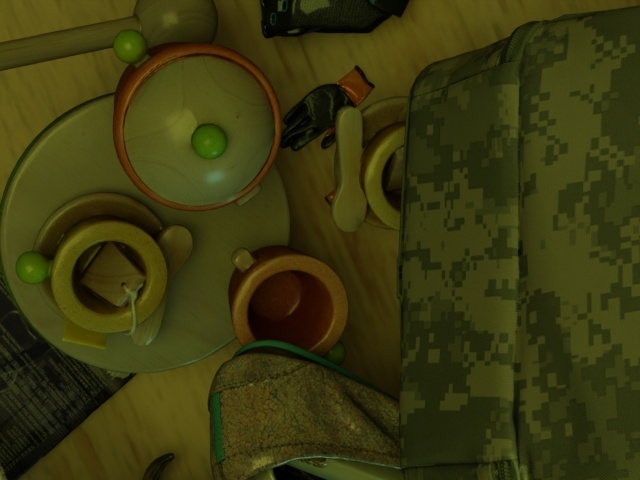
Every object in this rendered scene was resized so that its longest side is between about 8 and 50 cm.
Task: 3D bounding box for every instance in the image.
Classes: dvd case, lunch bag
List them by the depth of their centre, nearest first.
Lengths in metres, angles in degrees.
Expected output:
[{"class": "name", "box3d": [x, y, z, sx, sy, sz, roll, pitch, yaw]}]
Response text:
[{"class": "lunch bag", "box3d": [0.194, 0.026, 0.889, 0.212, 0.256, 0.305, 16, 70, -34]}, {"class": "dvd case", "box3d": [-0.259, 0.100, 1.143, 0.221, 0.018, 0.164, -41, 89, 10]}]

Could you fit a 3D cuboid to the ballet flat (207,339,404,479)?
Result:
[{"class": "ballet flat", "box3d": [0.070, 0.163, 1.005, 0.316, 0.106, 0.107, 20, 142, -16]}]

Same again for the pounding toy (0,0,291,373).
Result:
[{"class": "pounding toy", "box3d": [-0.127, -0.041, 1.059, 0.183, 0.110, 0.237, -18, 109, -10]}]

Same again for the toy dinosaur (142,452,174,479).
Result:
[{"class": "toy dinosaur", "box3d": [0.006, 0.231, 1.066, 0.296, 0.127, 0.200, -5, 88, 4]}]

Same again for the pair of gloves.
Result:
[{"class": "pair of gloves", "box3d": [0.018, -0.065, 1.086, 0.074, 0.010, 0.083, -39, 88, 11]}]

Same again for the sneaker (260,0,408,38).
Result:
[{"class": "sneaker", "box3d": [-0.042, -0.195, 1.047, 0.217, 0.079, 0.121, 19, 97, 5]}]

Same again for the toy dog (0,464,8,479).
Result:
[{"class": "toy dog", "box3d": [-0.236, 0.179, 1.055, 0.334, 0.220, 0.161, 14, 61, 8]}]

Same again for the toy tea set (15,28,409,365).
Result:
[{"class": "toy tea set", "box3d": [0.000, 0.000, 0.978, 0.336, 0.124, 0.200, 12, 102, -18]}]
